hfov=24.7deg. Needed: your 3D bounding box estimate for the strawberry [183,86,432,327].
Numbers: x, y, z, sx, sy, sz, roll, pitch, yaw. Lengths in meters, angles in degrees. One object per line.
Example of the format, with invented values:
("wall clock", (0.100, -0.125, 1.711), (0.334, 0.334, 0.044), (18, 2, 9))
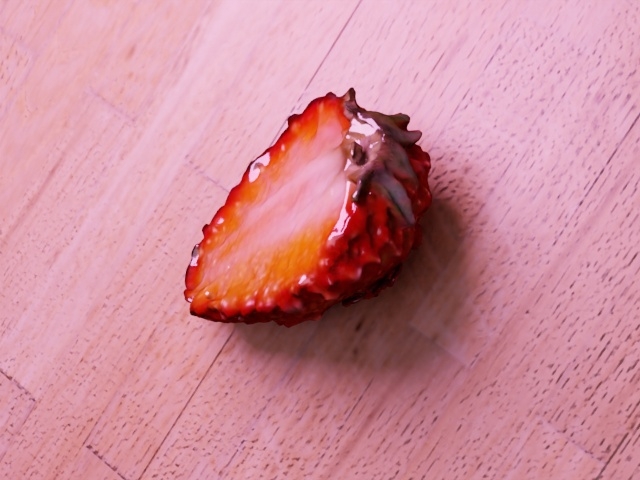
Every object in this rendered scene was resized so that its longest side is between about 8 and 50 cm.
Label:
("strawberry", (0.000, 0.000, 1.134), (0.236, 0.111, 0.190), (-35, 39, 39))
